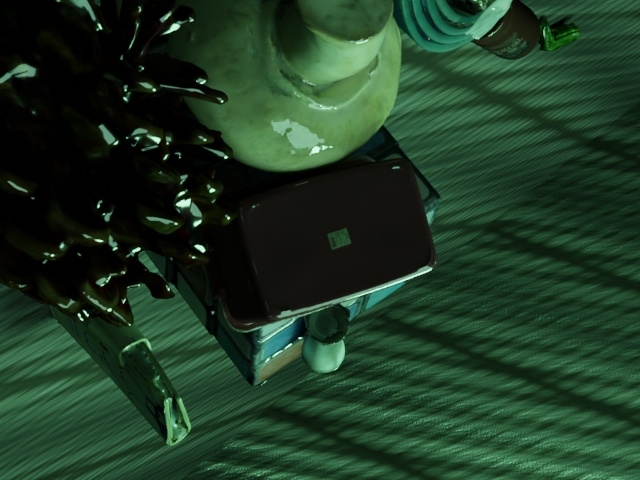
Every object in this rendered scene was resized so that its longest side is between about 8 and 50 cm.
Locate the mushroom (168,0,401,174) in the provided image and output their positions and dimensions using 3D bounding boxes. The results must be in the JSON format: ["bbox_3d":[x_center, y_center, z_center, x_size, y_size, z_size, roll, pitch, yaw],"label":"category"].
[{"bbox_3d":[-0.052,-0.240,1.266,0.315,0.315,0.356,-45,165,12],"label":"mushroom"}]

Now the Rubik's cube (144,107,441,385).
[{"bbox_3d":[-0.061,-0.035,1.647,0.362,0.359,0.363,-29,163,-21],"label":"Rubik's cube"}]

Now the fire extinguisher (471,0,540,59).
[{"bbox_3d":[0.347,-0.420,2.022,0.135,0.114,0.337,-3,179,26],"label":"fire extinguisher"}]

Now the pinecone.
[{"bbox_3d":[-0.262,-0.103,1.032,0.398,0.398,0.398,-37,163,-13],"label":"pinecone"}]

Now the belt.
[{"bbox_3d":[0.188,-0.447,1.481,0.300,0.173,0.436,-45,163,4],"label":"belt"}]

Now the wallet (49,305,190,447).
[{"bbox_3d":[-0.330,0.183,1.686,0.077,0.309,0.223,-38,162,-25],"label":"wallet"}]

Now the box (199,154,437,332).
[{"bbox_3d":[0.000,0.000,1.349,0.294,0.193,0.167,-17,-175,-19],"label":"box"}]

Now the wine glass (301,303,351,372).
[{"bbox_3d":[0.008,0.146,1.558,0.072,0.072,0.155,-36,163,-16],"label":"wine glass"}]

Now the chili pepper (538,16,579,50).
[{"bbox_3d":[0.538,-0.476,2.398,0.073,0.050,0.182,-43,162,33],"label":"chili pepper"}]
